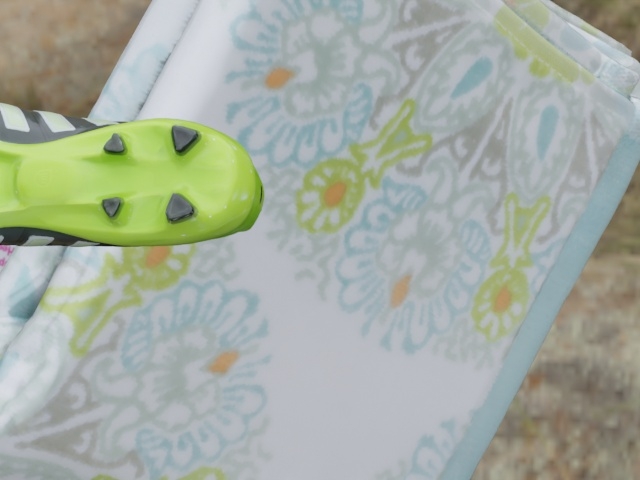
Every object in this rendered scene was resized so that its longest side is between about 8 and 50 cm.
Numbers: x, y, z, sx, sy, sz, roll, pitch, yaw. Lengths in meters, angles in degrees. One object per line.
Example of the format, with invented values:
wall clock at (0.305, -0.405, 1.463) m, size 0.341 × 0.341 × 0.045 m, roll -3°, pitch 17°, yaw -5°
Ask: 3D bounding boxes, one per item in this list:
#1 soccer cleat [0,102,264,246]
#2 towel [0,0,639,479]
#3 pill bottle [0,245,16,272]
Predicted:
soccer cleat at (-0.107, -0.021, 0.710) m, size 0.179 × 0.072 × 0.060 m, roll 6°, pitch 82°, yaw 13°
towel at (0.000, 0.000, 1.066) m, size 0.090 × 0.320 × 0.374 m, roll 27°, pitch 88°, yaw 50°
pill bottle at (-0.253, 0.097, 1.334) m, size 0.160 × 0.160 × 0.283 m, roll 7°, pitch 76°, yaw 12°
